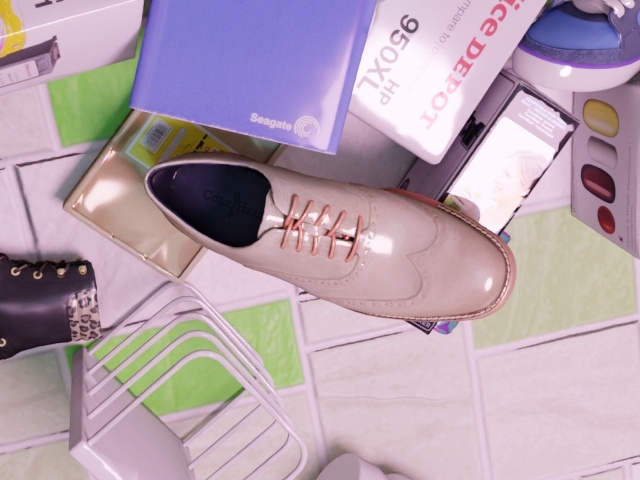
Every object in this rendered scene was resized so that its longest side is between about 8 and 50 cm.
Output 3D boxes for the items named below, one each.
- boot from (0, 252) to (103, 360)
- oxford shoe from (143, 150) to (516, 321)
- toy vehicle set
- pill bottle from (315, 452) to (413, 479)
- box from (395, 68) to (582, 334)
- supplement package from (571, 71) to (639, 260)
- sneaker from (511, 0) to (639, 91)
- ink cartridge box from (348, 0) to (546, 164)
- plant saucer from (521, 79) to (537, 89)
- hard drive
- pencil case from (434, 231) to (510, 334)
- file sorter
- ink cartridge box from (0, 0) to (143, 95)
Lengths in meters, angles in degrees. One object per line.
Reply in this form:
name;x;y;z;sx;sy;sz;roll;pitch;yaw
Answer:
boot;-0.351;0.026;1.173;0.178;0.085;0.237;-10;108;-12
oxford shoe;0.000;0.000;1.060;0.396;0.146;0.141;13;93;17
toy vehicle set;-0.152;-0.098;1.191;0.166;0.035;0.267;36;97;-18
pill bottle;0.117;0.401;1.319;0.283;0.161;0.161;35;98;-17
box;0.157;-0.056;1.179;0.087;0.169;0.290;31;104;-13
supplement package;0.400;-0.099;1.199;0.149;0.203;0.194;-5;106;-8
sneaker;0.336;-0.311;1.102;0.322;0.130;0.236;-24;132;-32
ink cartridge box;0.029;-0.307;1.092;0.394;0.166;0.285;31;100;-17
plant saucer;0.231;-0.155;1.251;0.083;0.015;0.084;-3;106;-9
hard drive;-0.046;-0.259;0.984;0.210;0.040;0.319;12;105;-12
pencil case;0.169;0.041;1.273;0.070;0.064;0.152;24;101;-32
file sorter;-0.149;0.184;1.152;0.173;0.278;0.193;-41;109;-1
ink cartridge box;-0.348;-0.251;0.956;0.306;0.131;0.226;-21;81;-18
